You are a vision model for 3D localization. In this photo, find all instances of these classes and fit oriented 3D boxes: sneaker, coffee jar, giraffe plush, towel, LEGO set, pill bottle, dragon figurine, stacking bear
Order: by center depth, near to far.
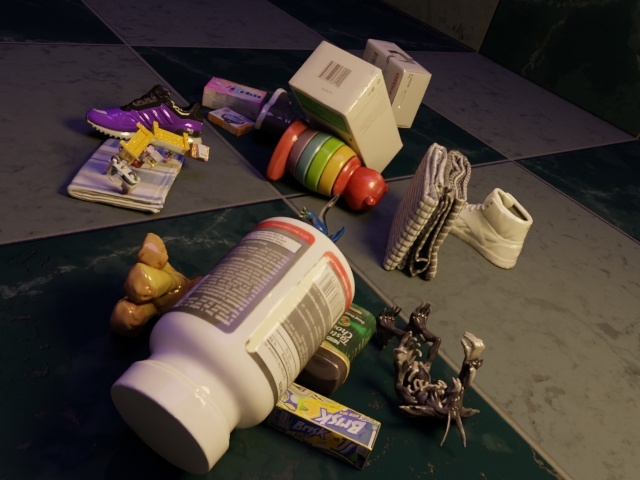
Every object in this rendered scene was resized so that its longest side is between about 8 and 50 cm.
[{"bbox_3d":[-0.120,0.144,0.888,0.210,0.210,0.363,28,49,17],"label":"pill bottle"},{"bbox_3d":[-0.245,0.100,1.017,0.170,0.182,0.210,22,-2,-11],"label":"giraffe plush"},{"bbox_3d":[0.025,0.187,1.051,0.096,0.079,0.184,25,35,13],"label":"coffee jar"},{"bbox_3d":[0.000,0.000,1.305,0.144,0.085,0.289,30,36,18],"label":"dragon figurine"},{"bbox_3d":[-0.394,-0.193,1.369,0.132,0.107,0.287,55,34,-1],"label":"LEGO set"},{"bbox_3d":[-0.443,-0.158,1.386,0.209,0.034,0.285,11,32,-6],"label":"towel"},{"bbox_3d":[0.260,-0.069,1.392,0.121,0.235,0.284,23,34,-2],"label":"towel"},{"bbox_3d":[-0.445,-0.335,1.522,0.293,0.146,0.102,5,21,-22],"label":"sneaker"},{"bbox_3d":[0.034,-0.176,1.524,0.289,0.164,0.175,32,36,13],"label":"stacking bear"},{"bbox_3d":[0.413,-0.078,1.530,0.108,0.169,0.292,-19,46,-39],"label":"sneaker"},{"bbox_3d":[-0.103,-0.369,1.798,0.146,0.105,0.296,28,27,-8],"label":"sneaker"}]

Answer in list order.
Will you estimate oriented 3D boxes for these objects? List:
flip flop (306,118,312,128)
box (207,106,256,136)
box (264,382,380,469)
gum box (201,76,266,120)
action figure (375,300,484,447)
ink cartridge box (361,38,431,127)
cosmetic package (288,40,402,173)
[{"bbox_3d":[-0.004,-0.375,1.824,0.080,0.112,0.277,17,29,-10],"label":"flip flop"},{"bbox_3d":[-0.269,-0.357,1.756,0.136,0.028,0.081,32,36,18],"label":"box"},{"bbox_3d":[0.003,0.285,0.921,0.168,0.054,0.059,23,34,8],"label":"box"},{"bbox_3d":[-0.273,-0.446,1.849,0.188,0.062,0.107,16,33,-3],"label":"gum box"},{"bbox_3d":[0.190,0.215,1.033,0.164,0.141,0.276,4,32,-21],"label":"action figure"},{"bbox_3d":[0.247,-0.563,2.123,0.121,0.211,0.289,0,38,-27],"label":"ink cartridge box"},{"bbox_3d":[0.080,-0.331,1.575,0.197,0.365,0.155,34,81,26],"label":"cosmetic package"}]
